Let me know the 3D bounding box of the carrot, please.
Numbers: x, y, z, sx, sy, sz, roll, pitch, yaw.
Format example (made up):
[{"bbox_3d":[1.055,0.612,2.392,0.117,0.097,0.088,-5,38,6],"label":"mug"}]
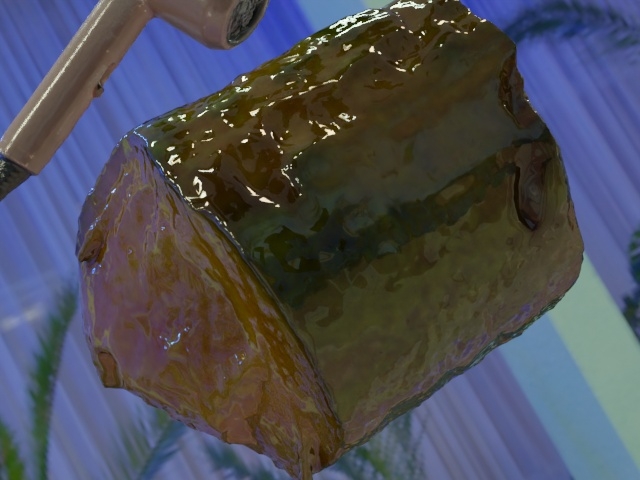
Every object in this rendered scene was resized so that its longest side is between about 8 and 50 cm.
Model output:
[{"bbox_3d":[0.000,0.000,0.788,0.341,0.241,0.241,-33,-10,-7],"label":"carrot"}]

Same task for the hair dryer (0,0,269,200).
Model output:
[{"bbox_3d":[-0.210,-0.169,1.225,0.344,0.189,0.107,-56,-13,-4],"label":"hair dryer"}]
